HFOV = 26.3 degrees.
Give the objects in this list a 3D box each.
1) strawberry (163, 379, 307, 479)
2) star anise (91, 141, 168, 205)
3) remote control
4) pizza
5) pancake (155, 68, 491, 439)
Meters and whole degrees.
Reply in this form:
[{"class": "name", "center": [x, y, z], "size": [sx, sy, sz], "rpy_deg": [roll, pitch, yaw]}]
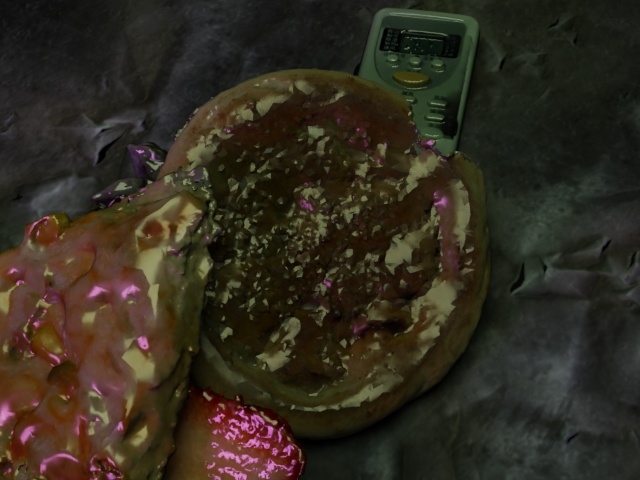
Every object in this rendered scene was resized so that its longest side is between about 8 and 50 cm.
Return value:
[{"class": "strawberry", "center": [-0.114, 0.223, 1.313], "size": [0.208, 0.087, 0.167], "rpy_deg": [20, 83, 17]}, {"class": "star anise", "center": [-0.131, -0.026, 1.478], "size": [0.212, 0.129, 0.283], "rpy_deg": [4, 70, 4]}, {"class": "remote control", "center": [0.100, -0.155, 1.598], "size": [0.140, 0.056, 0.296], "rpy_deg": [7, 53, 12]}, {"class": "pizza", "center": [-0.273, 0.153, 1.297], "size": [0.434, 0.080, 0.392], "rpy_deg": [-21, 64, 17]}, {"class": "pancake", "center": [0.000, 0.001, 1.393], "size": [0.382, 0.071, 0.382], "rpy_deg": [2, 80, -9]}]
